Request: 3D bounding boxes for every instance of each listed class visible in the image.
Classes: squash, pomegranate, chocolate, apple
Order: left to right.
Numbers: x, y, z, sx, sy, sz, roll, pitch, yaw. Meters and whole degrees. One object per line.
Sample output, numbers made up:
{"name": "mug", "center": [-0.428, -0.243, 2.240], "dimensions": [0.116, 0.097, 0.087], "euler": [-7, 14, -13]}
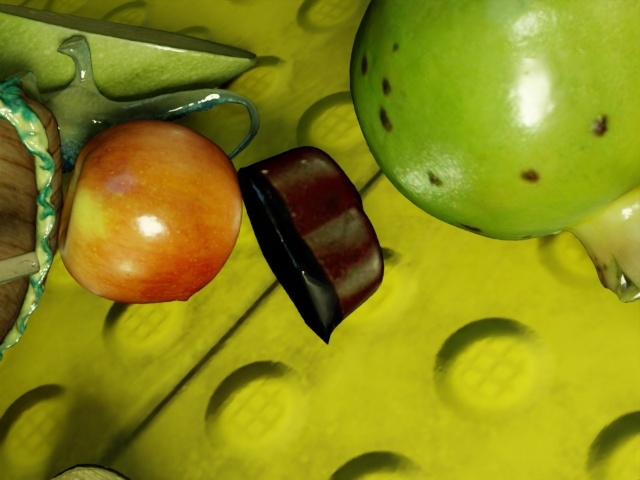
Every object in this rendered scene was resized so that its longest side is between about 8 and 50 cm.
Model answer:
{"name": "squash", "center": [-0.219, -0.211, 0.863], "dimensions": [0.260, 0.189, 0.189], "euler": [-23, 48, 11]}
{"name": "apple", "center": [-0.140, -0.023, 0.705], "dimensions": [0.139, 0.163, 0.164], "euler": [10, 45, -23]}
{"name": "chocolate", "center": [0.000, 0.000, 0.667], "dimensions": [0.080, 0.125, 0.149], "euler": [-28, 84, -12]}
{"name": "pomegranate", "center": [0.171, -0.098, 0.586], "dimensions": [0.260, 0.260, 0.341], "euler": [-35, 78, -6]}

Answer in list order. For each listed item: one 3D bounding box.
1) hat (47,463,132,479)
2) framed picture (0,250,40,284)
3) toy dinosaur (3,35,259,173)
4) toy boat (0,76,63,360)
{"name": "hat", "center": [-0.127, 0.215, 0.577], "dimensions": [0.145, 0.067, 0.146], "euler": [3, 97, 28]}
{"name": "framed picture", "center": [-0.392, 0.075, 0.619], "dimensions": [0.314, 0.024, 0.232], "euler": [-17, 2, 30]}
{"name": "toy dinosaur", "center": [-0.244, -0.106, 0.775], "dimensions": [0.362, 0.147, 0.076], "euler": [-17, 38, 4]}
{"name": "toy boat", "center": [-0.277, 0.000, 0.726], "dimensions": [0.108, 0.293, 0.099], "euler": [21, 24, 14]}
